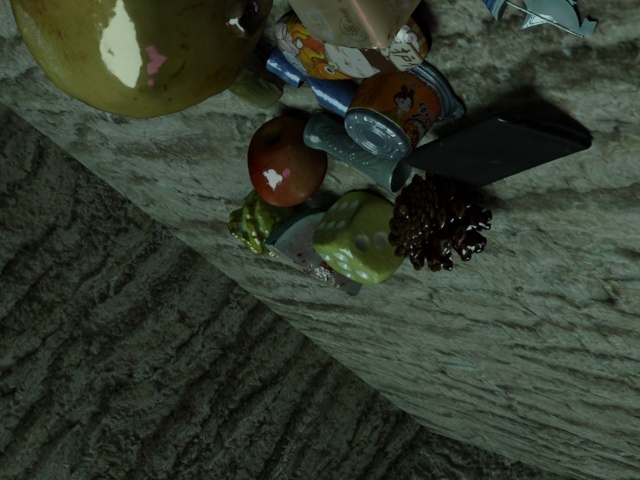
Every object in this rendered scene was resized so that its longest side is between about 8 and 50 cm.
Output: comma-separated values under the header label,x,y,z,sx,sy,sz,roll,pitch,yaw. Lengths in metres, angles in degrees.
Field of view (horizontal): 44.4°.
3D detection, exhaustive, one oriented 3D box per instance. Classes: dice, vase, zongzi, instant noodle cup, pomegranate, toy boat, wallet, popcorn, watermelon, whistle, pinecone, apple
label,x,y,z,sx,sy,sz,roll,pitch,yaw
dice,0.099,-0.006,1.848,0.169,0.166,0.169,39,161,-20
vase,0.072,-0.182,1.553,0.219,0.096,0.096,28,162,24
zongzi,-0.138,-0.308,1.460,0.194,0.099,0.197,41,-166,-32
instant noodle cup,0.119,-0.215,1.313,0.208,0.125,0.177,23,160,28
pomegranate,-0.219,-0.315,0.985,0.332,0.332,0.332,29,162,10
toy boat,0.269,-0.297,0.982,0.149,0.034,0.105,25,163,26
wallet,0.279,-0.151,1.296,0.170,0.044,0.321,16,168,-18
popcorn,-0.145,-0.045,2.157,0.204,0.183,0.221,45,176,1
watermelon,-0.005,-0.002,2.029,0.175,0.188,0.322,27,171,39
whistle,0.041,-0.261,1.438,0.304,0.062,0.062,32,163,2
pinecone,0.233,-0.032,1.509,0.208,0.208,0.208,29,162,10
apple,-0.075,-0.168,1.685,0.181,0.181,0.168,20,161,36

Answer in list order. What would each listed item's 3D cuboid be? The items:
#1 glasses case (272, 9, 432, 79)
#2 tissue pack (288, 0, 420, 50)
label,x,y,z,sx,sy,sz,roll,pitch,yaw
glasses case,0.042,-0.319,1.238,0.321,0.082,0.122,9,145,51
tissue pack,-0.013,-0.402,0.889,0.238,0.238,0.305,17,157,42
